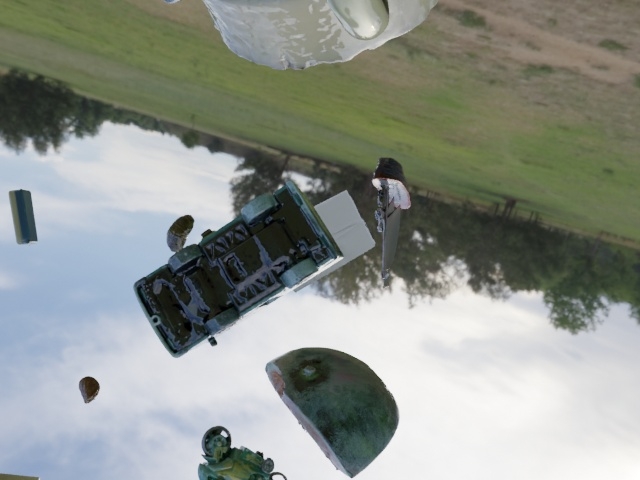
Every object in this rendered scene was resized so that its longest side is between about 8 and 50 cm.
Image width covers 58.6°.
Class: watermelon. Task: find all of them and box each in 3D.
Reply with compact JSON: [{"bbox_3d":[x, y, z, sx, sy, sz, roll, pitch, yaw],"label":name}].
[{"bbox_3d":[0.021,0.270,1.076,0.188,0.175,0.322,-37,-142,-19],"label":"watermelon"}]

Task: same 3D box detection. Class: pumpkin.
[{"bbox_3d":[-0.285,-0.018,1.135,0.050,0.083,0.028,30,180,42],"label":"pumpkin"}]

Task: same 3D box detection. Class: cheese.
[{"bbox_3d":[-0.009,-0.386,0.715,0.332,0.292,0.153,0,165,10],"label":"cheese"}]

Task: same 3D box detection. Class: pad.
[{"bbox_3d":[0.000,0.000,1.328,0.232,0.156,0.004,-30,-177,-9],"label":"pad"}]

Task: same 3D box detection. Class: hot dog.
[{"bbox_3d":[-0.647,0.418,1.596,0.083,0.058,0.035,45,-178,43],"label":"hot dog"}]

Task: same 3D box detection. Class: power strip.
[{"bbox_3d":[-0.653,-0.049,1.255,0.032,0.123,0.056,-8,-178,-8],"label":"power strip"}]

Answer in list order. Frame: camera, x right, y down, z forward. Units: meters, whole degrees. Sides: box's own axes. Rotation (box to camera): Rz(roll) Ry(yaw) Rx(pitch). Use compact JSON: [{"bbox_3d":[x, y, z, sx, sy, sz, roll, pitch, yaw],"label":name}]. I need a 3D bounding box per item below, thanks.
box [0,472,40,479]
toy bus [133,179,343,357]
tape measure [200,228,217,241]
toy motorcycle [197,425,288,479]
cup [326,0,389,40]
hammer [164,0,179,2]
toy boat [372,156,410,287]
[{"bbox_3d":[-0.542,0.427,0.854,0.164,0.069,0.256,11,176,-12],"label":"box"},{"bbox_3d":[-0.104,0.041,0.779,0.128,0.256,0.147,58,-173,7],"label":"toy bus"},{"bbox_3d":[-0.319,0.039,1.805,0.177,0.087,0.154,46,166,26],"label":"tape measure"},{"bbox_3d":[-0.221,0.649,1.536,0.296,0.198,0.109,37,156,-14],"label":"toy motorcycle"},{"bbox_3d":[-0.011,-0.308,0.494,0.173,0.255,0.202,9,170,22],"label":"cup"},{"bbox_3d":[-0.225,-0.503,0.977,0.069,0.194,0.116,18,151,45],"label":"hammer"},{"bbox_3d":[0.184,-0.051,1.433,0.072,0.318,0.219,-4,-172,25],"label":"toy boat"}]
